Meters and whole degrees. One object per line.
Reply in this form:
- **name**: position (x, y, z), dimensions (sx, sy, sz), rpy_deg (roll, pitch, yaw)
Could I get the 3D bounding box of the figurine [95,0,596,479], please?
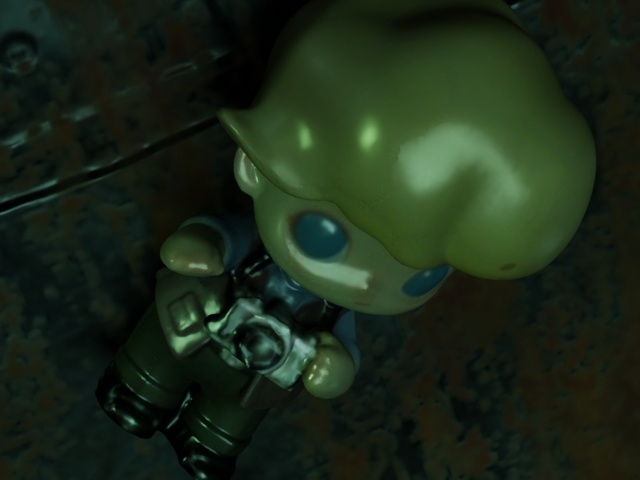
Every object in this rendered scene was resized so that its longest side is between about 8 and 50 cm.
- **figurine**: position (0.000, 0.000, 0.586), dimensions (0.114, 0.108, 0.196), rpy_deg (41, 108, -9)
